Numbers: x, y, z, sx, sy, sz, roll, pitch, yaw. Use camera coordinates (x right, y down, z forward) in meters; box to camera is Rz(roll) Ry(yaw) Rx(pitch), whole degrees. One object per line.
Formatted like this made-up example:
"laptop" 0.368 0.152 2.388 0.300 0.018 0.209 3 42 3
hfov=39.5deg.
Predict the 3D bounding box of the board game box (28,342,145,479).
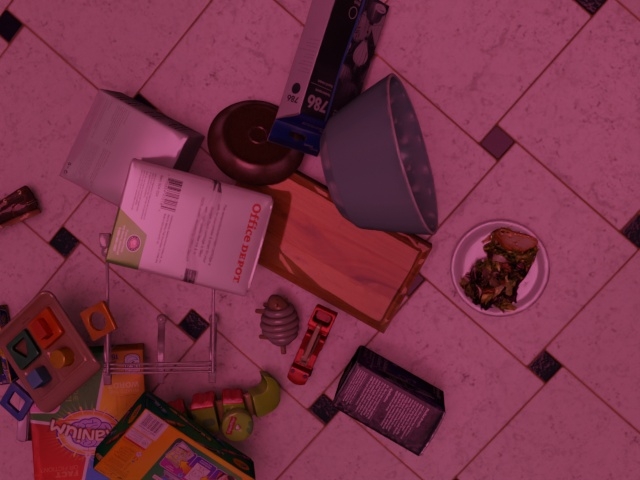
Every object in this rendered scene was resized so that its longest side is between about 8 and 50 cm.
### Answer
"board game box" -0.491 0.386 1.903 0.242 0.064 0.317 -3 97 -11

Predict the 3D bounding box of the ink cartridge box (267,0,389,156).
"ink cartridge box" 0.018 -0.327 1.733 0.065 0.165 0.333 24 99 37

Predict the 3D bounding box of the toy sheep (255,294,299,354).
"toy sheep" -0.086 0.174 1.856 0.091 0.091 0.132 -7 110 7

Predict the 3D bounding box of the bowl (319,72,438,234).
"bowl" 0.105 -0.142 1.691 0.163 0.311 0.312 -15 95 16

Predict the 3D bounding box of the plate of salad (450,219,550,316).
"plate of salad" 0.364 0.059 1.807 0.199 0.048 0.200 1 97 6

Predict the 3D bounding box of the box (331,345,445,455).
"box" 0.140 0.322 1.812 0.207 0.153 0.108 29 99 1

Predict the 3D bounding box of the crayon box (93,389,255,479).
"crayon box" -0.287 0.445 1.772 0.278 0.081 0.165 38 99 -18

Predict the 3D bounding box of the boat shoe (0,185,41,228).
"boat shoe" -0.702 -0.052 1.903 0.207 0.073 0.073 -24 103 0

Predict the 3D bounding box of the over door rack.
"over door rack" -0.325 0.133 1.825 0.239 0.108 0.324 0 104 -10

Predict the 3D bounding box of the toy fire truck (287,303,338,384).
"toy fire truck" -0.019 0.217 1.825 0.047 0.135 0.192 24 99 3

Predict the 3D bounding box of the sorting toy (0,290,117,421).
"sorting toy" -0.555 0.226 1.785 0.347 0.047 0.196 -40 83 20

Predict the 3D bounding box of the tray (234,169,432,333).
"tray" 0.000 0.000 1.829 0.411 0.076 0.203 29 99 2

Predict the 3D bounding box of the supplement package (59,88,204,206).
"supplement package" -0.378 -0.173 1.811 0.203 0.149 0.194 28 99 2

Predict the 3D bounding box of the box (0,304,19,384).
"box" -0.704 0.229 1.947 0.059 0.054 0.169 -8 97 8

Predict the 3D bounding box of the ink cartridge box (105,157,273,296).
"ink cartridge box" -0.248 -0.026 1.691 0.272 0.115 0.198 15 92 -11

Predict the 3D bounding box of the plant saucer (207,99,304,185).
"plant saucer" -0.126 -0.204 1.783 0.198 0.036 0.199 4 66 -9

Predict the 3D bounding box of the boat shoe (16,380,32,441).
"boat shoe" -0.615 0.328 1.942 0.076 0.080 0.229 5 92 -17

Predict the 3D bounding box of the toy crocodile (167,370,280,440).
"toy crocodile" -0.248 0.363 1.859 0.340 0.115 0.105 -13 106 -4
